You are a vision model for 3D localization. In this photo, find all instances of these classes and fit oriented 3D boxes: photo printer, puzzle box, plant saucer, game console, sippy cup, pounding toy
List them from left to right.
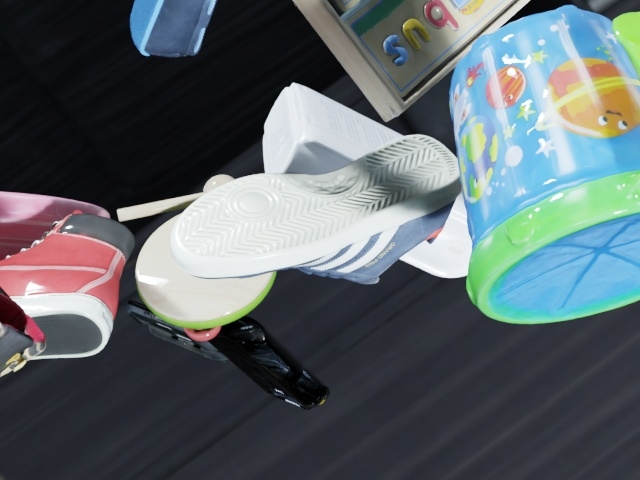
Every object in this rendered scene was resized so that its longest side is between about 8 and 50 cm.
[{"bbox_3d":[-0.413,0.000,1.425,0.332,0.332,0.084,90,-179,-84],"label":"plant saucer"},{"bbox_3d":[-0.146,0.040,1.596,0.110,0.183,0.237,77,169,-50],"label":"pounding toy"},{"bbox_3d":[-0.159,0.140,1.771,0.361,0.044,0.213,15,156,44],"label":"game console"},{"bbox_3d":[0.079,-0.074,1.599,0.307,0.107,0.256,25,-161,-16],"label":"photo printer"},{"bbox_3d":[0.143,-0.375,1.592,0.272,0.409,0.052,51,153,-10],"label":"puzzle box"},{"bbox_3d":[0.219,-0.073,1.086,0.240,0.305,0.224,18,-130,-48],"label":"sippy cup"}]

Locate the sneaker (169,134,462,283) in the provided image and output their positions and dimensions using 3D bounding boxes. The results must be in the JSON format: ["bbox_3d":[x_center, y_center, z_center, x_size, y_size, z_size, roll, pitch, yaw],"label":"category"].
[{"bbox_3d":[0.000,0.000,1.373,0.148,0.350,0.131,98,149,-47],"label":"sneaker"}]

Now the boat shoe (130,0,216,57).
[{"bbox_3d":[-0.124,-0.311,1.313,0.089,0.258,0.109,8,-134,-31],"label":"boat shoe"}]

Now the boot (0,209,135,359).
[{"bbox_3d":[-0.316,0.038,1.243,0.176,0.244,0.088,-84,-10,-50],"label":"boot"}]

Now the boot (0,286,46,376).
[{"bbox_3d":[-0.346,0.168,1.026,0.377,0.284,0.138,49,176,-38],"label":"boot"}]
